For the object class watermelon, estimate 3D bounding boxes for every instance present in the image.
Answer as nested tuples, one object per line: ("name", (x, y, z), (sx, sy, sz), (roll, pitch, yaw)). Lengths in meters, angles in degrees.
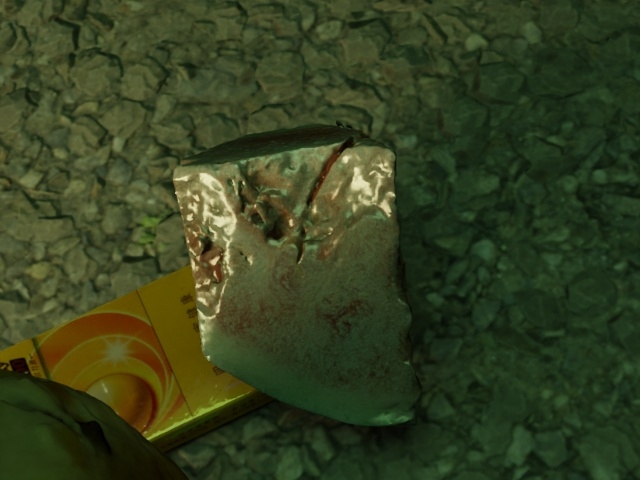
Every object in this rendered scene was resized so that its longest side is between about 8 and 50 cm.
("watermelon", (0.000, 0.000, 1.269), (0.193, 0.232, 0.310), (-6, 63, 17))

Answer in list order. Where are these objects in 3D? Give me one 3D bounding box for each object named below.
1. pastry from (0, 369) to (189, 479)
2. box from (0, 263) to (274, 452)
("pastry", (-0.238, 0.286, 1.072), (0.312, 0.388, 0.388), (-29, 57, 13))
("box", (-0.170, 0.124, 1.334), (0.269, 0.043, 0.152), (-25, 57, -5))
